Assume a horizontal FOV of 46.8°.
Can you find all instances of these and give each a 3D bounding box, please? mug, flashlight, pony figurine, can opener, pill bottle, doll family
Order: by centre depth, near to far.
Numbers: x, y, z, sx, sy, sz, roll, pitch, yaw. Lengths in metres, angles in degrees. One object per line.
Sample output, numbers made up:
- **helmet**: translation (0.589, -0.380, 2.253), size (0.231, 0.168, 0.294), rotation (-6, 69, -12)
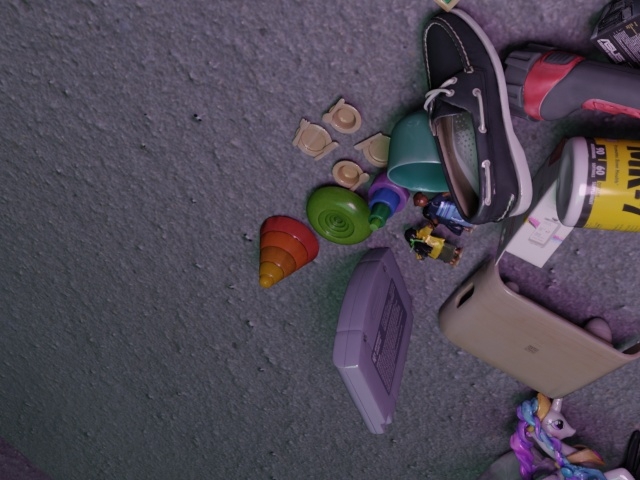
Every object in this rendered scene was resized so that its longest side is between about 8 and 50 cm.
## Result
- **flashlight**: translation (0.363, -0.168, 0.912), size (0.304, 0.103, 0.103), rotation (33, 107, 45)
- **pill bottle**: translation (0.420, -0.069, 0.949), size (0.209, 0.119, 0.119), rotation (4, 131, 6)
- **mug**: translation (0.159, -0.137, 1.121), size (0.130, 0.097, 0.158), rotation (18, 162, -38)
- **doll family**: translation (0.196, -0.021, 1.242), size (0.111, 0.076, 0.193), rotation (24, 129, 8)
- **pony figurine**: translation (0.453, 0.496, 1.454), size (0.363, 0.303, 0.351), rotation (46, 109, 10)
- **can opener**: translation (0.635, 0.456, 1.488), size (0.059, 0.073, 0.186), rotation (18, 125, 18)

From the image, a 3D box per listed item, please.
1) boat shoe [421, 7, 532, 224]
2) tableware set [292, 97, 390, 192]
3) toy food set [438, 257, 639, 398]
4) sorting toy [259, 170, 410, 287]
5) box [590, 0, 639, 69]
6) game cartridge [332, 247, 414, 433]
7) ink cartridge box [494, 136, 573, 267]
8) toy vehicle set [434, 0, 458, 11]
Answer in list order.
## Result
- **boat shoe**: translation (0.193, -0.169, 0.994), size (0.114, 0.091, 0.302), rotation (-38, 70, 61)
- **tableware set**: translation (0.043, -0.154, 1.219), size (0.169, 0.020, 0.141), rotation (40, 132, -14)
- **toy food set**: translation (0.386, 0.158, 1.320), size (0.306, 0.092, 0.219), rotation (29, 146, -2)
- **sorting toy**: translation (0.000, 0.000, 1.283), size (0.127, 0.126, 0.366), rotation (45, 137, -19)
- **box**: translation (0.520, -0.205, 0.883), size (0.307, 0.076, 0.242), rotation (42, 152, -15)
- **game cartridge**: translation (0.096, 0.157, 1.281), size (0.060, 0.294, 0.196), rotation (-5, 126, 22)
- **ink cartridge box**: translation (0.343, -0.043, 1.126), size (0.067, 0.115, 0.198), rotation (26, 135, 0)
- **toy vehicle set**: translation (0.117, -0.436, 0.928), size (0.267, 0.035, 0.166), rotation (36, 134, -10)
